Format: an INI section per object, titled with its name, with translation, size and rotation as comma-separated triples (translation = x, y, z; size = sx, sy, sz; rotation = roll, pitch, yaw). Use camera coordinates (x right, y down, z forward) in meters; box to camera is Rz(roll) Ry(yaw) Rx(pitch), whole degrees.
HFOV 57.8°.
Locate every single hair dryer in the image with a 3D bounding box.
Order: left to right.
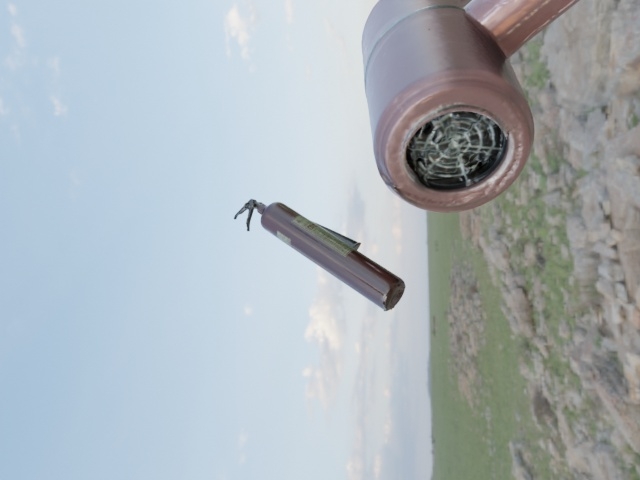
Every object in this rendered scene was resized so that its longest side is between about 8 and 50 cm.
[hair dryer]
translation = 0.178, -0.193, 0.446
size = 0.125, 0.352, 0.210
rotation = 35, -146, -26

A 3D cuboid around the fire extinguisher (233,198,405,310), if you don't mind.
[fire extinguisher]
translation = 0.000, 0.000, 0.495
size = 0.049, 0.173, 0.035
rotation = -40, -31, -30
